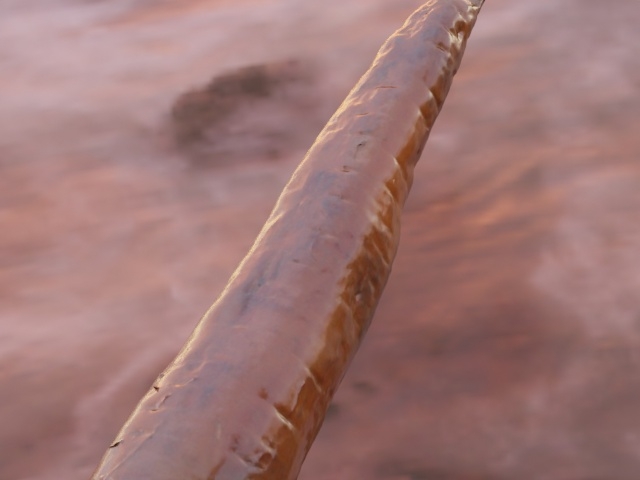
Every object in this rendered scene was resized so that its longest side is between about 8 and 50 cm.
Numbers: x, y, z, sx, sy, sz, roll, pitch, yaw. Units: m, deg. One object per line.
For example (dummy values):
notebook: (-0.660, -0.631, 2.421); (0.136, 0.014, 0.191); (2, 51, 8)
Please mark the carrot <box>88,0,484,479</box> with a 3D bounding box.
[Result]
carrot: (0.000, 0.000, 0.590); (0.057, 0.057, 0.224); (7, 55, 33)
